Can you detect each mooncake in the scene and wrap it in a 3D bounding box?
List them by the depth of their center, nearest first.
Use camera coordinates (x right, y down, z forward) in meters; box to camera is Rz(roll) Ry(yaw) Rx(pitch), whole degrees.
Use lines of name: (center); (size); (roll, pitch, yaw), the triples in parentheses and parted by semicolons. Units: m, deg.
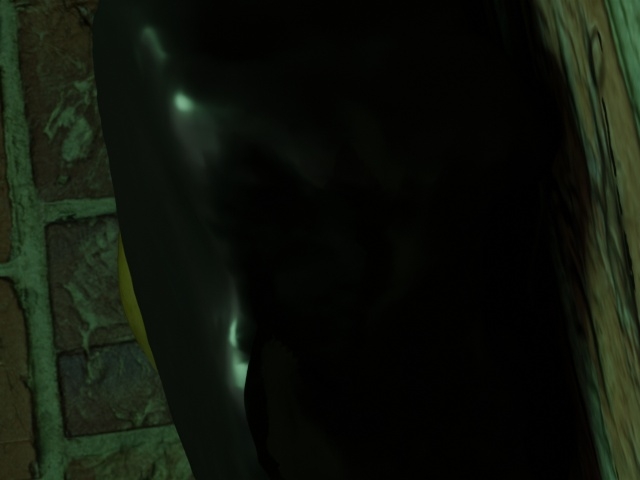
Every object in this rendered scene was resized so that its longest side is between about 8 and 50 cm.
mooncake: (0.000, 0.000, 0.978); (0.350, 0.212, 0.381); (-128, 27, -46)

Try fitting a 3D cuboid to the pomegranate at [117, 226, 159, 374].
pomegranate: (-0.025, -0.006, 1.314); (0.307, 0.307, 0.307); (171, 90, -88)
